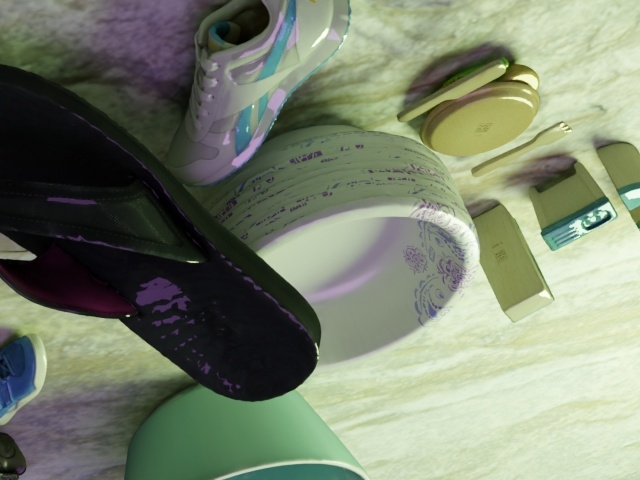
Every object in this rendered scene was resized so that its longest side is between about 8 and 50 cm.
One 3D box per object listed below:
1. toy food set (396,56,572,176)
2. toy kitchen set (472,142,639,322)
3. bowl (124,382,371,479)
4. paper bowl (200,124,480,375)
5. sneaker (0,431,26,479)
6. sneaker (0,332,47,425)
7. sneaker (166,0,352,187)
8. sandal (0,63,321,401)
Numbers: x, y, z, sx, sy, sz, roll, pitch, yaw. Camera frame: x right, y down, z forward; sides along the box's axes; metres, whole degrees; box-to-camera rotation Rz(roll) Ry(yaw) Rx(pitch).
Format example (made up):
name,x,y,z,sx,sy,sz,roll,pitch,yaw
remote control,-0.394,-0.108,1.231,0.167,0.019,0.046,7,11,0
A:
name,x,y,z,sx,sy,sz,roll,pitch,yaw
toy food set,0.159,-0.128,1.444,0.132,0.039,0.192,-26,152,20
toy kitchen set,0.296,0.013,1.633,0.207,0.122,0.166,-29,146,12
bowl,-0.107,0.276,1.748,0.311,0.163,0.311,-14,145,-10
paper bowl,0.000,0.000,1.429,0.284,0.148,0.284,-15,147,-10
sneaker,-0.402,0.232,1.586,0.130,0.087,0.227,-26,157,-1
sneaker,-0.348,0.150,1.532,0.084,0.058,0.152,-3,150,-40
sneaker,-0.075,-0.142,1.255,0.092,0.087,0.229,18,123,-35
sandal,-0.179,0.007,1.228,0.445,0.107,0.167,36,125,-20
